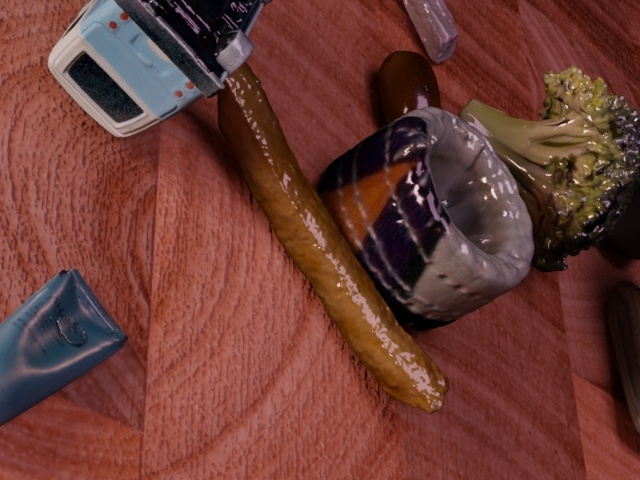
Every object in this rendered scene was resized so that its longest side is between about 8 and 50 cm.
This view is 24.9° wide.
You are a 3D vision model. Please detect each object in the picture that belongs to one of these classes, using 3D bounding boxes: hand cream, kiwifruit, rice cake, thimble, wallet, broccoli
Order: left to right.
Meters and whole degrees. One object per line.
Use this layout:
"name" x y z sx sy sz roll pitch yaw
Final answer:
"hand cream" -0.226 0.093 1.140 0.083 0.048 0.224 53 29 -5
"rice cake" 0.116 -0.358 1.910 0.055 0.049 0.270 -16 76 -33
"kiwifruit" 0.107 -0.172 1.736 0.075 0.075 0.124 26 50 -39
"thimble" 0.119 -0.028 1.571 0.237 0.150 0.237 33 40 -34
"broccoli" 0.273 -0.097 1.800 0.243 0.263 0.247 26 71 2
"wallet" 0.515 0.232 1.945 0.360 0.083 0.252 36 35 -30

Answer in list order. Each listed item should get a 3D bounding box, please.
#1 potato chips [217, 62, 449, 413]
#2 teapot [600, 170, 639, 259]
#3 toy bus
"potato chips" 0.000 0.000 1.465 0.057 0.080 0.407 -35 95 -40
"teapot" 0.476 -0.085 2.001 0.203 0.225 0.171 -6 69 -54
"toy bus" -0.142 -0.224 1.372 0.133 0.164 0.271 46 36 -20
